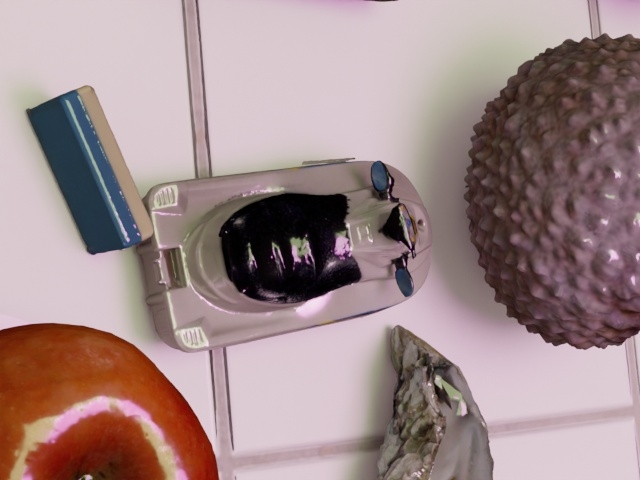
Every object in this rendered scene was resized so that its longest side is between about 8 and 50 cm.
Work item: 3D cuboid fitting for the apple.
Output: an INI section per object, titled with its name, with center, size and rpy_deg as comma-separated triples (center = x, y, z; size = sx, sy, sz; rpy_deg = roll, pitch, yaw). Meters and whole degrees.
[apple]
center = -0.178, 0.161, 0.878
size = 0.218, 0.201, 0.218
rpy_deg = 5, 81, -30

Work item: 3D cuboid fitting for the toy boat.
[toy boat]
center = -0.008, 0.002, 1.082
size = 0.269, 0.141, 0.141
rpy_deg = -10, 89, -25

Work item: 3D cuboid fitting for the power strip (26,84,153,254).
[power strip]
center = -0.167, -0.049, 1.009
size = 0.032, 0.056, 0.123
rpy_deg = -29, 101, -38

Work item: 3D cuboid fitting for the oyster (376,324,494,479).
[oyster]
center = 0.088, 0.222, 1.144
size = 0.199, 0.087, 0.252
rpy_deg = -40, 115, -45

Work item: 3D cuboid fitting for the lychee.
[lychee]
center = 0.261, -0.046, 1.203
size = 0.300, 0.300, 0.300
rpy_deg = 7, 78, -37
